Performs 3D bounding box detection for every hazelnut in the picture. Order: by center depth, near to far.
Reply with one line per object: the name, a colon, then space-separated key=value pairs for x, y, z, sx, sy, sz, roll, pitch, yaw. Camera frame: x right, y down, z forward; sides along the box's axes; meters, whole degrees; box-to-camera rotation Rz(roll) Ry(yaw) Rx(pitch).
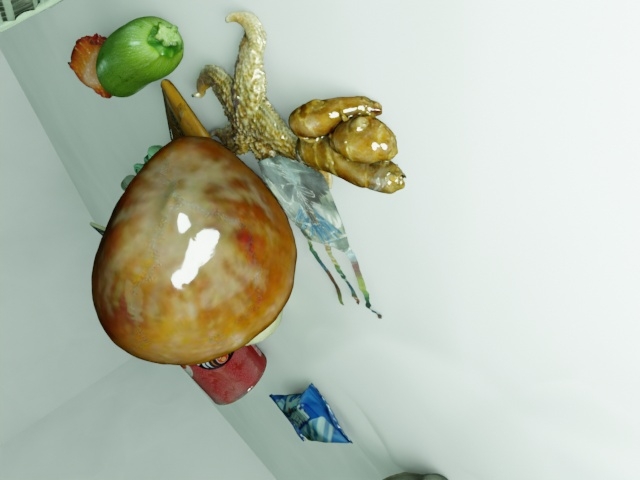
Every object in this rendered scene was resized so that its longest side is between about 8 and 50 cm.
hazelnut: x=-0.198 y=0.024 z=0.767 sx=0.366 sy=0.365 sz=0.366 roll=39 pitch=148 yaw=30

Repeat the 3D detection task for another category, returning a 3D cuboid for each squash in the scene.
squash: x=-0.339 y=-0.335 z=0.862 sx=0.395 sy=0.107 sz=0.107 roll=11 pitch=129 yaw=54

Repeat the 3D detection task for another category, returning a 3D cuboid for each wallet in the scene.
wallet: x=-0.250 y=-0.190 z=0.910 sx=0.161 sy=0.042 sz=0.195 roll=52 pitch=162 yaw=10

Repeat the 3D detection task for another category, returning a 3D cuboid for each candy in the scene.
candy: x=-0.036 y=0.480 z=1.290 sx=0.187 sy=0.077 sz=0.331 roll=53 pitch=150 yaw=0

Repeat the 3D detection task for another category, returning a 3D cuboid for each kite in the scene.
kite: x=0.002 y=-0.001 z=0.727 sx=0.169 sy=0.015 sz=0.310 roll=23 pitch=146 yaw=46

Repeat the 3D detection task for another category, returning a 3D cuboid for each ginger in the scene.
ginger: x=0.031 y=-0.120 z=0.541 sx=0.162 sy=0.073 sz=0.103 roll=28 pitch=156 yaw=32

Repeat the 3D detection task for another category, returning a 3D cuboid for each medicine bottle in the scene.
medicine bottle: x=-0.623 y=-0.186 z=1.538 sx=0.083 sy=0.047 sz=0.047 roll=-7 pitch=113 yaw=60

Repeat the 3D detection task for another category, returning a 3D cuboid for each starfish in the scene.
starfish: x=-0.100 y=-0.167 z=0.710 sx=0.302 sy=0.060 sz=0.299 roll=52 pitch=150 yaw=7

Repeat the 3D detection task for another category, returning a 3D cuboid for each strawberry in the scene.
strawberry: x=-0.503 y=-0.410 z=1.085 sx=0.121 sy=0.082 sz=0.188 roll=43 pitch=147 yaw=-19

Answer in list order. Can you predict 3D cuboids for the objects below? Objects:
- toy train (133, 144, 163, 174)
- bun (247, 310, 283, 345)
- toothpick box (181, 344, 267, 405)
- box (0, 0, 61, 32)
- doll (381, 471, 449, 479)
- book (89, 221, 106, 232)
toy train: x=-0.365 y=-0.122 z=1.160 sx=0.159 sy=0.101 sz=0.248 roll=34 pitch=149 yaw=8
bun: x=-0.260 y=0.112 z=1.086 sx=0.349 sy=0.227 sz=0.352 roll=48 pitch=154 yaw=11
toothpick box: x=-0.328 y=0.285 z=1.351 sx=0.204 sy=0.204 sz=0.333 roll=6 pitch=134 yaw=56
box: x=-0.510 y=-0.498 z=0.767 sx=0.166 sy=0.290 sz=0.220 roll=46 pitch=154 yaw=-7
doll: x=0.229 y=0.596 z=0.905 sx=0.378 sy=0.252 sz=0.382 roll=16 pitch=147 yaw=5
book: x=-0.622 y=0.026 z=1.583 sx=0.228 sy=0.018 sz=0.322 roll=21 pitch=164 yaw=-3
